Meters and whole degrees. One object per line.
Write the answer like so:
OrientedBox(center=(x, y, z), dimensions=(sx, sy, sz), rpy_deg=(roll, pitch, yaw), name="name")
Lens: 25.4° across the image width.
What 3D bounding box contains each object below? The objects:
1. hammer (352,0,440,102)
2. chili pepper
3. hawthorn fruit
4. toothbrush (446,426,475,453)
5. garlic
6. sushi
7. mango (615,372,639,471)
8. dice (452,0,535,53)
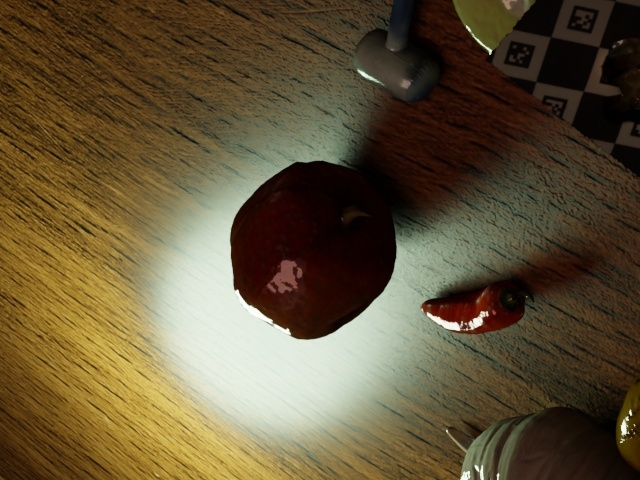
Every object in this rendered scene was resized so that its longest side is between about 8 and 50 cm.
OrientedBox(center=(0.104, -0.269, 1.784), dimensions=(0.116, 0.069, 0.194), rpy_deg=(34, 140, 24), name="hammer")
OrientedBox(center=(0.226, 0.097, 2.014), dimensions=(0.063, 0.071, 0.272), rpy_deg=(17, 164, -25), name="chili pepper")
OrientedBox(center=(-0.011, 0.010, 2.048), dimensions=(0.258, 0.258, 0.261), rpy_deg=(30, 124, 27), name="hawthorn fruit")
OrientedBox(center=(0.344, 0.417, 2.230), dimensions=(0.375, 0.028, 0.037), rpy_deg=(40, 153, 13), name="toothbrush")
OrientedBox(center=(0.339, 0.382, 1.992), dimensions=(0.317, 0.259, 0.317), rpy_deg=(34, 149, 24), name="garlic")
OrientedBox(center=(0.346, -0.224, 1.405), dimensions=(0.264, 0.050, 0.290), rpy_deg=(34, 115, -19), name="sushi")
OrientedBox(center=(0.457, 0.213, 1.775), dimensions=(0.151, 0.156, 0.248), rpy_deg=(63, 160, 17), name="mango")
OrientedBox(center=(0.246, -0.291, 1.494), dimensions=(0.166, 0.169, 0.169), rpy_deg=(27, 141, 31), name="dice")
